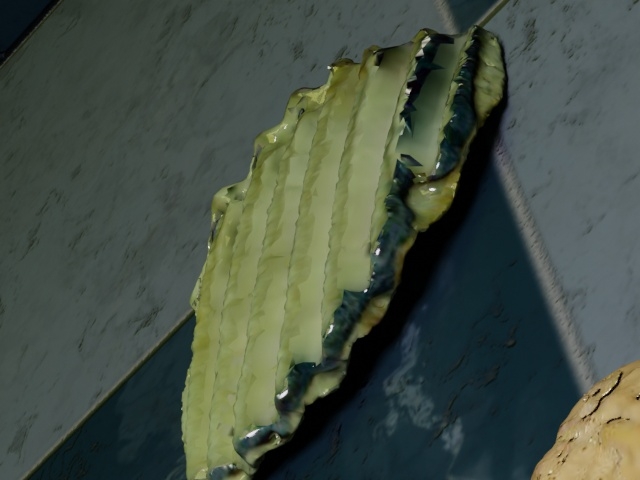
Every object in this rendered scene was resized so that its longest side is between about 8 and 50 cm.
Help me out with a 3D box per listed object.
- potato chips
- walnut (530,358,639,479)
[{"bbox_3d":[0.000,0.000,1.581,0.358,0.070,0.429,-38,27,35],"label":"potato chips"},{"bbox_3d":[0.199,0.140,0.905,0.245,0.198,0.198,-18,42,56],"label":"walnut"}]
